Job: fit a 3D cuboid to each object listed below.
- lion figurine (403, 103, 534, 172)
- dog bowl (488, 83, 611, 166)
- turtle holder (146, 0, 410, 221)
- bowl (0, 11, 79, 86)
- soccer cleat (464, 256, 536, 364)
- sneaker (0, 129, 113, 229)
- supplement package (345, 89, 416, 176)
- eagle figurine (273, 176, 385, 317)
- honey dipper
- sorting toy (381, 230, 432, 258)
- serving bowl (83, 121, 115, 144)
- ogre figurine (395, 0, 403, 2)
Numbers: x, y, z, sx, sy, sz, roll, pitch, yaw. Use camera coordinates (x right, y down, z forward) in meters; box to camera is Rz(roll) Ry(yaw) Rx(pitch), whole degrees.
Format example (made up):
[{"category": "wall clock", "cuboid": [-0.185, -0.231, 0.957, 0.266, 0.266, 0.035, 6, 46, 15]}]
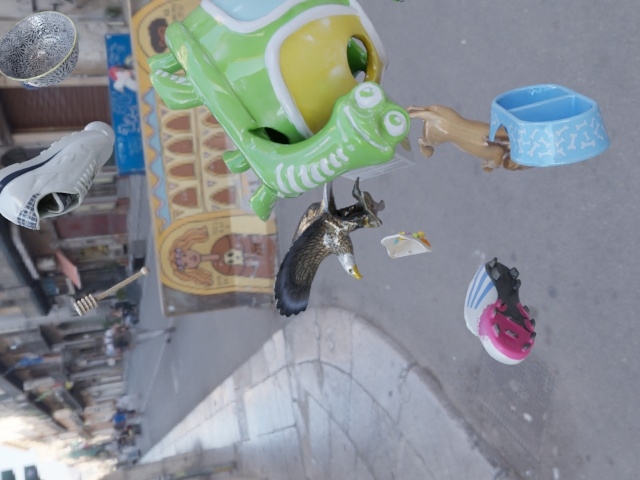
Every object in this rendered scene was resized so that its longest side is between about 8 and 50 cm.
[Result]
[{"category": "lion figurine", "cuboid": [0.352, -0.245, 1.435, 0.240, 0.391, 0.142, -165, 82, -85]}, {"category": "dog bowl", "cuboid": [0.407, -0.220, 1.130, 0.297, 0.165, 0.074, -94, -11, -66]}, {"category": "turtle holder", "cuboid": [-0.044, -0.179, 0.685, 0.243, 0.227, 0.320, 54, 180, -13]}, {"category": "bowl", "cuboid": [-0.550, -0.366, 1.237, 0.080, 0.170, 0.170, 68, -175, -64]}, {"category": "soccer cleat", "cuboid": [0.368, 0.172, 1.302, 0.143, 0.116, 0.331, -60, 4, 31]}, {"category": "sneaker", "cuboid": [-0.398, -0.094, 0.967, 0.235, 0.094, 0.090, -52, -16, -46]}, {"category": "supplement package", "cuboid": [0.134, -0.303, 1.789, 0.262, 0.198, 0.199, 3, -107, -68]}, {"category": "eagle figurine", "cuboid": [0.005, 0.010, 1.360, 0.226, 0.298, 0.225, 33, -151, -55]}, {"category": "honey dipper", "cuboid": [-0.414, 0.098, 1.239, 0.030, 0.160, 0.030, 41, 148, 32]}, {"category": "sorting toy", "cuboid": [0.153, 0.002, 1.150, 0.083, 0.075, 0.045, -13, 73, 38]}, {"category": "serving bowl", "cuboid": [-0.579, -0.273, 1.618, 0.027, 0.083, 0.083, 3, 99, 58]}, {"category": "ogre figurine", "cuboid": [0.178, -0.540, 1.114, 0.097, 0.197, 0.118, 45, 170, 10]}]
